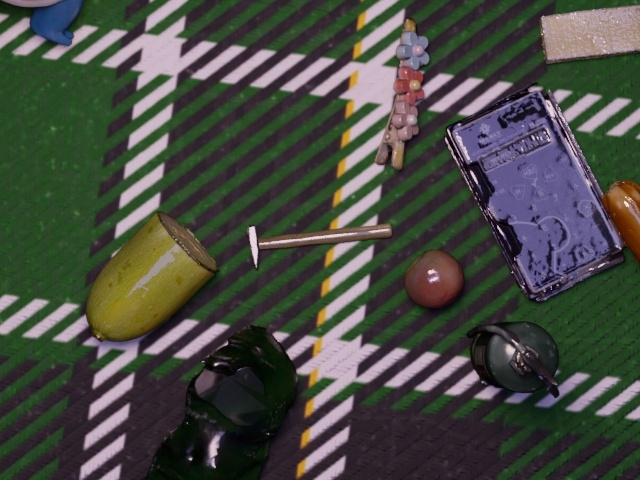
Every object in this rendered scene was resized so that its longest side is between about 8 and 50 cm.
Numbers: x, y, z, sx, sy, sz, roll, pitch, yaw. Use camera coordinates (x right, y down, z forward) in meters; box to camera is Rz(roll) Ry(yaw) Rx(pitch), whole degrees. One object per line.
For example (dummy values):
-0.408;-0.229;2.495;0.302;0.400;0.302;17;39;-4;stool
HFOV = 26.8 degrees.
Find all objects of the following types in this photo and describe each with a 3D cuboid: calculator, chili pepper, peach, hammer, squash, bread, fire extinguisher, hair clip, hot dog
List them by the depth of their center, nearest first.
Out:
0.245;0.147;1.699;0.093;0.294;0.118;-41;87;-2;fire extinguisher
-0.119;0.242;1.778;0.148;0.116;0.264;29;87;-2;chili pepper
-0.234;0.063;1.791;0.123;0.123;0.187;43;90;2;squash
0.154;0.053;1.811;0.083;0.083;0.083;0;86;-1;peach
0.459;0.022;1.813;0.062;0.092;0.236;-35;88;16;hot dog
0.117;-0.201;1.841;0.056;0.062;0.214;10;86;42;hair clip
0.297;-0.066;1.847;0.165;0.028;0.274;-27;87;-2;calculator
0.000;0.000;1.847;0.199;0.013;0.062;-6;86;-1;hammer
0.381;-0.286;1.864;0.153;0.028;0.068;-8;86;0;bread

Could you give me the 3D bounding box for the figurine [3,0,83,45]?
-0.383;-0.429;1.794;0.298;0.243;0.416;34;66;11;figurine
